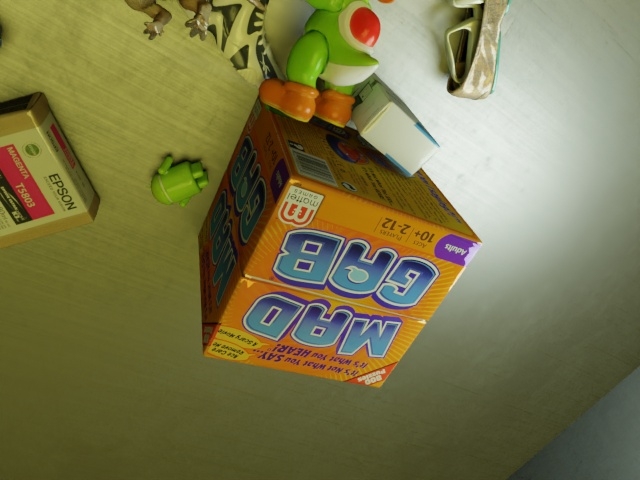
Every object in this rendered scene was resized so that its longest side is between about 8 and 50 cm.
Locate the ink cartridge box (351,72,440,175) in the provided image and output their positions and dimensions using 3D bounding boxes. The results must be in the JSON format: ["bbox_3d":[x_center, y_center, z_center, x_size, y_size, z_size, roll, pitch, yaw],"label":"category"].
[{"bbox_3d":[0.123,-0.226,1.000,0.139,0.191,0.082,34,112,-31],"label":"ink cartridge box"}]

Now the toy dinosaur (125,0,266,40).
[{"bbox_3d":[-0.230,-0.402,0.787,0.295,0.200,0.127,-7,143,-16],"label":"toy dinosaur"}]

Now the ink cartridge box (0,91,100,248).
[{"bbox_3d":[-0.540,-0.118,0.963,0.193,0.088,0.235,-17,126,-2],"label":"ink cartridge box"}]

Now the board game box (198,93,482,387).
[{"bbox_3d":[0.000,0.000,1.020,0.356,0.357,0.357,16,118,-24],"label":"board game box"}]

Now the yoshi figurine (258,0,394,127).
[{"bbox_3d":[0.013,-0.385,0.877,0.202,0.204,0.362,19,111,-9],"label":"yoshi figurine"}]

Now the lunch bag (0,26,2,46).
[{"bbox_3d":[-0.550,-0.316,0.839,0.098,0.065,0.067,-33,141,7],"label":"lunch bag"}]

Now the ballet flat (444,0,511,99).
[{"bbox_3d":[0.282,-0.404,0.978,0.106,0.108,0.316,-4,124,-3],"label":"ballet flat"}]

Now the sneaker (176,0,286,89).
[{"bbox_3d":[-0.104,-0.369,0.900,0.153,0.094,0.235,-35,115,21],"label":"sneaker"}]

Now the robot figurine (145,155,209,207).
[{"bbox_3d":[-0.277,-0.111,1.050,0.115,0.067,0.101,-23,135,2],"label":"robot figurine"}]
